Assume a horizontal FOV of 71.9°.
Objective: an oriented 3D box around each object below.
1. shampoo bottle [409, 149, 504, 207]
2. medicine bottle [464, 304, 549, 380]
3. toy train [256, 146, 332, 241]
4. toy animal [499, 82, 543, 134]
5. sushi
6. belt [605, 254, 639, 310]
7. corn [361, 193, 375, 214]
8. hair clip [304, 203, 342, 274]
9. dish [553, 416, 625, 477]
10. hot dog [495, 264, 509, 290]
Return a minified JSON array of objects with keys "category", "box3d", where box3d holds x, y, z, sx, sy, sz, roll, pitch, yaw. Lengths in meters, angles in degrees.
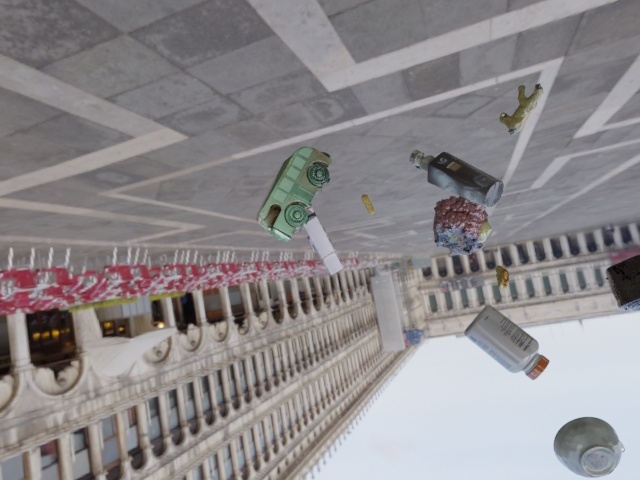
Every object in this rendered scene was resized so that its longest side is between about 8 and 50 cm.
[{"category":"shampoo bottle","box3d":[0.264,-0.132,0.890,0.057,0.063,0.208,-31,-134,-22]},{"category":"medicine bottle","box3d":[0.699,0.387,1.653,0.157,0.289,0.157,-42,158,-21]},{"category":"toy train","box3d":[-0.078,-0.154,1.389,0.159,0.326,0.129,30,166,-9]},{"category":"toy animal","box3d":[0.804,-0.518,1.748,0.103,0.218,0.101,22,-150,-10]},{"category":"sushi","box3d":[0.577,-0.057,1.802,0.236,0.171,0.270,11,158,26]},{"category":"belt","box3d":[0.932,0.105,1.163,0.184,0.164,0.289,20,143,-40]},{"category":"corn","box3d":[0.174,-0.134,1.610,0.027,0.083,0.028,-29,-179,-35]},{"category":"hair clip","box3d":[-0.004,0.003,1.835,0.085,0.331,0.101,-31,-142,-9]},{"category":"dish","box3d":[1.160,0.908,1.882,0.303,0.303,0.120,-11,-169,8]},{"category":"hot dog","box3d":[0.593,0.117,1.429,0.030,0.090,0.034,22,141,-17]}]
